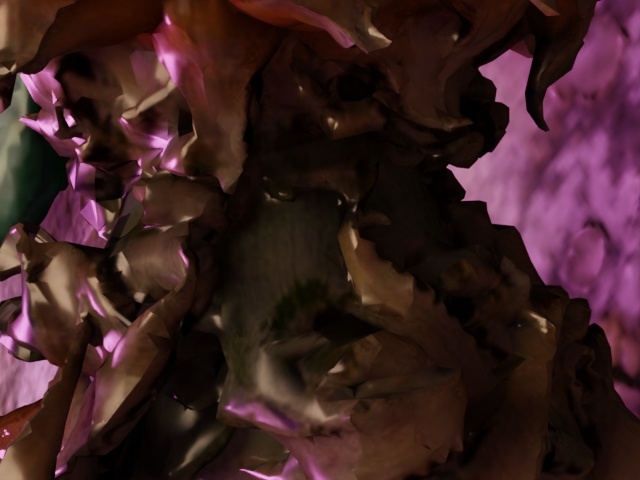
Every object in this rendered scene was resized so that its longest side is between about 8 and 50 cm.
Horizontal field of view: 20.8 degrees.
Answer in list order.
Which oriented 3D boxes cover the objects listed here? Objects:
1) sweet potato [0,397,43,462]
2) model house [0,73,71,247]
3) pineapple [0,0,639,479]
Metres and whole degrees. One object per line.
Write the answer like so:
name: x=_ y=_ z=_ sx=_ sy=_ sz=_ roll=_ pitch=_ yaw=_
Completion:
sweet potato: x=-0.135 y=0.107 z=0.663 sx=0.214 sy=0.050 sz=0.050 roll=-48 pitch=46 yaw=29
model house: x=-0.152 y=-0.137 z=0.656 sx=0.230 sy=0.249 sz=0.280 roll=7 pitch=100 yaw=16
pineapple: x=0.000 y=0.000 z=0.374 sx=0.262 sy=0.262 sz=0.272 roll=5 pitch=102 yaw=55
